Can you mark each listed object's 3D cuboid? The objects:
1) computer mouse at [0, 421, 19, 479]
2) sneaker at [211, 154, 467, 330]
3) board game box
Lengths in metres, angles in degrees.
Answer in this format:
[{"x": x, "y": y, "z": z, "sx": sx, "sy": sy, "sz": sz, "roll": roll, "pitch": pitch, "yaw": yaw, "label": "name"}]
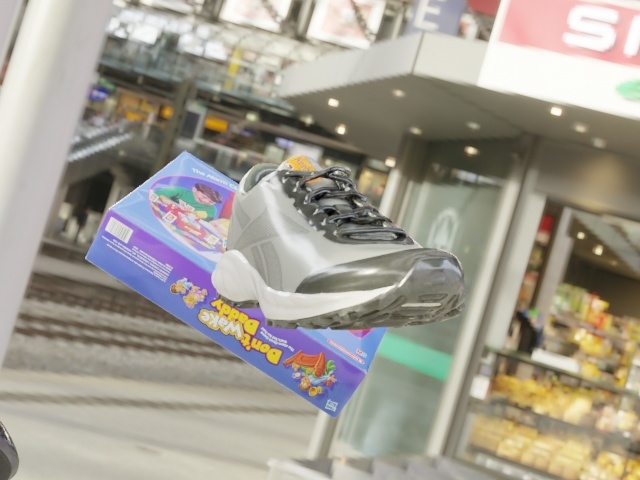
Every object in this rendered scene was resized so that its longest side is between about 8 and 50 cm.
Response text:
[{"x": -0.468, "y": 0.202, "z": 1.263, "sx": 0.272, "sy": 0.188, "sz": 0.072, "roll": 27, "pitch": 30, "yaw": -24, "label": "computer mouse"}, {"x": -0.001, "y": 0.000, "z": 0.721, "sx": 0.100, "sy": 0.108, "sz": 0.271, "roll": 1, "pitch": 5, "yaw": -27, "label": "sneaker"}, {"x": -0.080, "y": 0.043, "z": 1.372, "sx": 0.347, "sy": 0.078, "sz": 0.233, "roll": 32, "pitch": 27, "yaw": 2, "label": "board game box"}]
